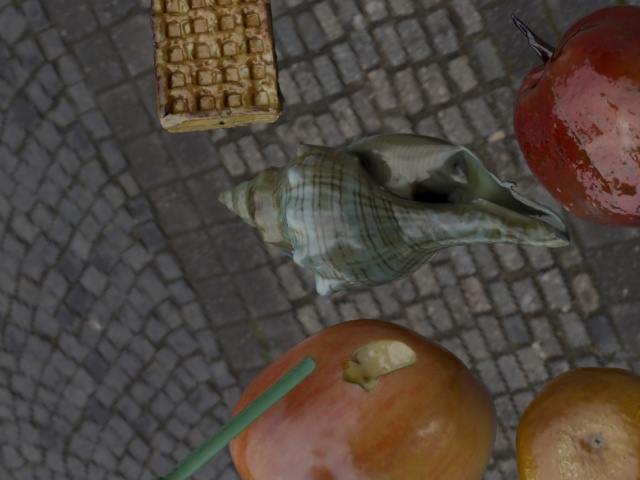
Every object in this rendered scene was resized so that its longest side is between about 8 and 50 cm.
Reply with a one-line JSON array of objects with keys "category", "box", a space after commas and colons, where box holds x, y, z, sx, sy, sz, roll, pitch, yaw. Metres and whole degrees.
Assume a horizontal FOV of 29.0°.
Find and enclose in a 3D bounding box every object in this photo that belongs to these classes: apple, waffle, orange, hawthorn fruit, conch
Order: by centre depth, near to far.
[{"category": "waffle", "box": [-0.086, -0.163, 1.017, 0.102, 0.042, 0.148, -6, 74, 0]}, {"category": "orange", "box": [0.251, 0.190, 1.105, 0.155, 0.134, 0.154, -7, 71, 21]}, {"category": "apple", "box": [0.042, 0.190, 1.227, 0.242, 0.241, 0.242, 46, 167, 13]}, {"category": "conch", "box": [0.073, -0.029, 1.359, 0.386, 0.203, 0.169, 10, 154, 6]}, {"category": "hawthorn fruit", "box": [0.329, -0.158, 1.427, 0.300, 0.254, 0.254, 42, 129, 1]}]

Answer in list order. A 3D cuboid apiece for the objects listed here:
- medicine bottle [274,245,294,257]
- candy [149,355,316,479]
[{"category": "medicine bottle", "box": [0.000, 0.000, 1.683, 0.115, 0.219, 0.078, 26, 89, -18]}, {"category": "candy", "box": [-0.100, 0.149, 0.666, 0.078, 0.288, 0.084, -2, 117, 52]}]
